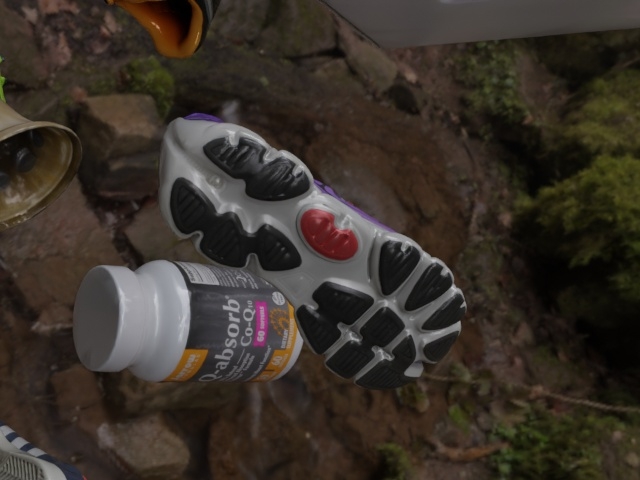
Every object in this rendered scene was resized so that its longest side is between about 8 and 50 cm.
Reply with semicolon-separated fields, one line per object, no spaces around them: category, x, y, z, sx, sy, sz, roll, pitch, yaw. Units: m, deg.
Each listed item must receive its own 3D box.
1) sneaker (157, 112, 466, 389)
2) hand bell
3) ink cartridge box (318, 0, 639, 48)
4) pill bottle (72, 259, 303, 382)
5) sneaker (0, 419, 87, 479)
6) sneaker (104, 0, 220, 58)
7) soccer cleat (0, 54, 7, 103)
sneaker;0.000;0.000;0.390;0.170;0.068;0.071;44;9;-26
hand bell;-0.332;-0.132;0.770;0.242;0.126;0.126;47;38;17
ink cartridge box;0.107;-0.256;0.483;0.115;0.198;0.273;15;78;-63
pill bottle;-0.171;0.109;1.166;0.278;0.162;0.162;7;66;-40
sneaker;-0.401;0.317;1.141;0.148;0.350;0.131;46;70;-42
sneaker;-0.119;-0.189;0.534;0.215;0.084;0.083;35;59;-59
soccer cleat;-0.371;-0.131;0.960;0.072;0.060;0.179;-8;74;-41
